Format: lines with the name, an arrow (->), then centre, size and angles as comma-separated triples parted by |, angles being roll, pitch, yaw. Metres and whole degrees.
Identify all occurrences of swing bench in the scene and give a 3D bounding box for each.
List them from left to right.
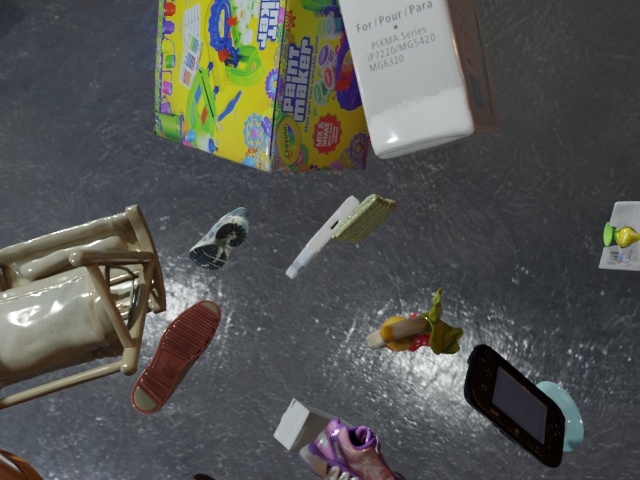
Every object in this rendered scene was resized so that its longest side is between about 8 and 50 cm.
swing bench -> -0.358, 0.085, 0.703 | 0.253, 0.254, 0.165 | -17, 106, 0

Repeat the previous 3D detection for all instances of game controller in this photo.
game controller -> 0.453, 0.384, 1.244 | 0.067, 0.319, 0.166 | -40, 16, 39

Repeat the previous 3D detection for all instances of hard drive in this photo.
hard drive -> 0.000, 0.000, 1.804 | 0.047, 0.353, 0.233 | 41, 68, 0

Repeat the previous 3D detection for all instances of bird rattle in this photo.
bird rattle -> 0.201, 0.200, 1.236 | 0.207, 0.253, 0.143 | -10, 81, -17

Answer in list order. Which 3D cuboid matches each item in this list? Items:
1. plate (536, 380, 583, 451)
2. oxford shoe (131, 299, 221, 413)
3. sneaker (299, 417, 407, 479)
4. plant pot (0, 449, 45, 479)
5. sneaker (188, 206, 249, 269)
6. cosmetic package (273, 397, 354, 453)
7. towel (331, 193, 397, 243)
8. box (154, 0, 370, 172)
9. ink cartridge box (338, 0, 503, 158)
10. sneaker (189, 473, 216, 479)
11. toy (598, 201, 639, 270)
plate -> 0.635, 0.481, 1.466 | 0.024, 0.188, 0.188 | -8, 58, -20
oxford shoe -> -0.405, 0.320, 1.512 | 0.123, 0.130, 0.348 | 36, 68, 1
sneaker -> 0.080, 0.391, 0.960 | 0.104, 0.236, 0.095 | -59, 26, -7
plant pot -> -0.416, 0.284, 0.490 | 0.291, 0.203, 0.291 | -5, 33, 4
sneaker -> -0.315, -0.005, 1.735 | 0.283, 0.110, 0.122 | -34, 26, 34
cosmetic package -> -0.003, 0.569, 1.573 | 0.107, 0.238, 0.127 | 16, 77, 54
towel -> 0.102, -0.048, 1.251 | 0.148, 0.110, 0.027 | -45, 59, 24
box -> -0.075, -0.260, 0.724 | 0.279, 0.177, 0.290 | 24, 113, 42
ink cartridge box -> 0.077, -0.203, 0.424 | 0.066, 0.296, 0.261 | -13, 96, 23
sneaker -> -0.140, 0.433, 0.803 | 0.188, 0.066, 0.071 | 27, 92, 38
toy -> 0.614, -0.013, 0.925 | 0.237, 0.137, 0.056 | 0, 32, 8
